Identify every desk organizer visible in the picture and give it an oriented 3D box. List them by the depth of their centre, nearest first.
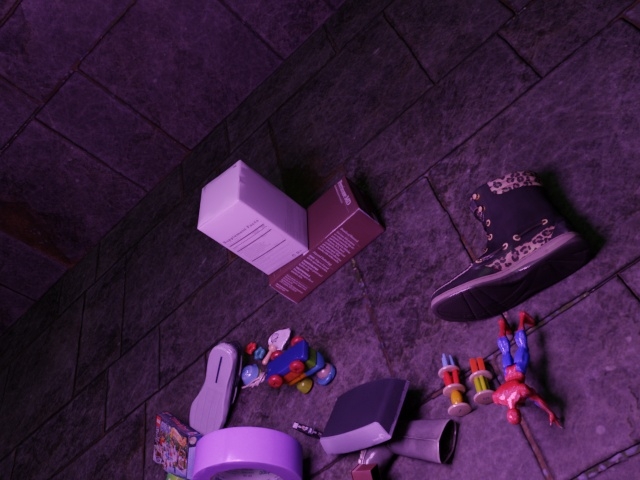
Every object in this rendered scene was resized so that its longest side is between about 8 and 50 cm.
[{"bbox_3d":[0.113,0.570,1.448,0.050,0.047,0.130,-15,87,28],"label":"desk organizer"}]

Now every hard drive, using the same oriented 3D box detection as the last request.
[{"bbox_3d":[0.099,0.419,1.557,0.254,0.054,0.172,-35,20,49],"label":"hard drive"}]

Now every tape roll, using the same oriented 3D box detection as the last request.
[{"bbox_3d":[-0.182,0.571,1.639,0.275,0.275,0.090,-30,41,29],"label":"tape roll"}]

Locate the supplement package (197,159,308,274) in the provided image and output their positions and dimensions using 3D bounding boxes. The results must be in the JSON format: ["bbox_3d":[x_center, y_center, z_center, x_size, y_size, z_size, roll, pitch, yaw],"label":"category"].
[{"bbox_3d":[-0.198,-0.064,1.945,0.175,0.293,0.177,-32,40,28],"label":"supplement package"}]

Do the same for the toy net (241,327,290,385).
[{"bbox_3d":[-0.170,0.347,2.018,0.232,0.045,0.122,-42,35,14],"label":"toy net"}]

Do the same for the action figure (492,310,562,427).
[{"bbox_3d":[0.428,0.292,1.355,0.091,0.139,0.280,-30,19,34],"label":"action figure"}]

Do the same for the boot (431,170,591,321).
[{"bbox_3d":[0.415,0.010,1.548,0.377,0.138,0.284,-32,41,22],"label":"boot"}]

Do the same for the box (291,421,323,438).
[{"bbox_3d":[-0.025,0.502,1.698,0.083,0.067,0.018,0,60,48],"label":"box"}]

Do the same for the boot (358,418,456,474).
[{"bbox_3d":[0.196,0.482,1.468,0.208,0.076,0.190,0,61,43],"label":"boot"}]

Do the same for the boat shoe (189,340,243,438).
[{"bbox_3d":[-0.302,0.466,1.996,0.121,0.119,0.335,26,105,22],"label":"boat shoe"}]

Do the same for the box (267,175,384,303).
[{"bbox_3d":[0.000,0.000,2.035,0.381,0.143,0.191,-40,37,16],"label":"box"}]

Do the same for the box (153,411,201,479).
[{"bbox_3d":[-0.451,0.648,2.024,0.233,0.044,0.159,8,95,51],"label":"box"}]

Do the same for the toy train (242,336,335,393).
[{"bbox_3d":[-0.087,0.385,1.814,0.248,0.143,0.105,-38,30,29],"label":"toy train"}]

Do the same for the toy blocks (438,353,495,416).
[{"bbox_3d":[0.329,0.308,1.469,0.123,0.054,0.148,-35,39,26],"label":"toy blocks"}]

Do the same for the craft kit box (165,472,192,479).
[{"bbox_3d":[-0.337,0.761,1.680,0.061,0.250,0.247,-4,59,48],"label":"craft kit box"}]
